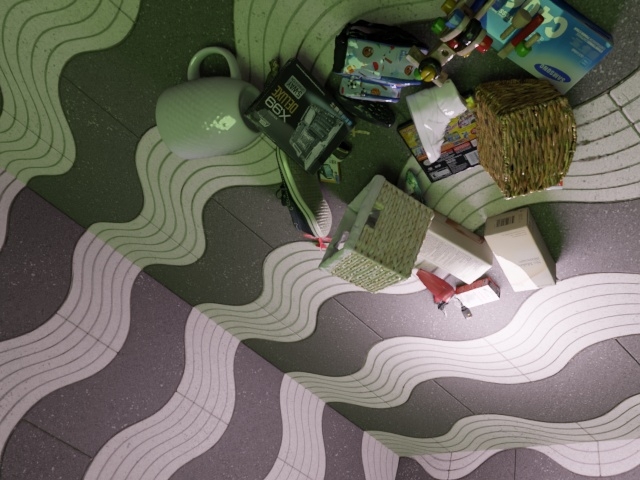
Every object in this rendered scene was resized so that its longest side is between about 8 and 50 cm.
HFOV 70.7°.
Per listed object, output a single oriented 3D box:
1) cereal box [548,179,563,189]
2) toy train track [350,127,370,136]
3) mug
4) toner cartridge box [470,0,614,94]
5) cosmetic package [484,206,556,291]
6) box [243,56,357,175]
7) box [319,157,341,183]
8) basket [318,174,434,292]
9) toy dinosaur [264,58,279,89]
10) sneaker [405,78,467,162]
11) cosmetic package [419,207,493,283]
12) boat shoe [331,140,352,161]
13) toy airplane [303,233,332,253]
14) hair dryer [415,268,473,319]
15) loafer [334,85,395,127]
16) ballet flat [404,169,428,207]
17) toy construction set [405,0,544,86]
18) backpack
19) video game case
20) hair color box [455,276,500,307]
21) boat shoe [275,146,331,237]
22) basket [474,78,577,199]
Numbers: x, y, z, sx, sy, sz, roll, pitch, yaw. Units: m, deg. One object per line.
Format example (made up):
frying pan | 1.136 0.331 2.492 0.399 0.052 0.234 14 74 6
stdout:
cereal box | 0.678 -0.267 1.429 0.172 0.047 0.240 3 135 26
toy train track | 0.135 -0.389 1.619 0.083 0.014 0.048 10 137 16
mug | -0.371 -0.489 1.601 0.327 0.276 0.375 0 99 30
toner cartridge box | 0.567 -0.554 1.190 0.347 0.075 0.165 31 140 -6
cosmetic package | 0.748 0.040 1.682 0.160 0.113 0.309 -17 122 38
box | -0.065 -0.408 1.512 0.307 0.242 0.076 41 180 -28
box | 0.035 -0.288 1.763 0.081 0.028 0.136 9 138 19
basket | 0.202 -0.003 1.701 0.266 0.329 0.331 30 156 -8
toy dinosaur | -0.164 -0.519 1.601 0.118 0.064 0.268 42 141 4
sneaker | 0.380 -0.364 1.396 0.169 0.108 0.292 -23 147 12
cosmetic package | 0.509 0.023 1.770 0.296 0.129 0.153 30 137 -4
boat shoe | 0.017 -0.382 1.641 0.227 0.081 0.068 36 135 -22
toy airplane | 0.000 0.000 2.074 0.151 0.028 0.151 15 138 14
hair dryer | 0.518 0.245 2.000 0.294 0.080 0.223 54 157 -11
loafer | 0.148 -0.447 1.519 0.223 0.076 0.078 28 174 -7
ballet flat | 0.349 -0.174 1.687 0.070 0.070 0.189 -10 127 34
toy construction set | 0.366 -0.509 1.145 0.308 0.258 0.237 9 156 -21
backpack | 0.171 -0.507 1.295 0.263 0.277 0.213 3 120 5
video game case | 0.434 -0.336 1.511 0.274 0.035 0.248 -19 122 40
hair color box | 0.678 0.228 1.954 0.093 0.053 0.167 45 137 -18
boat shoe | -0.091 -0.199 1.792 0.155 0.187 0.500 9 145 26
basket | 0.591 -0.313 1.313 0.213 0.223 0.299 -17 129 6
